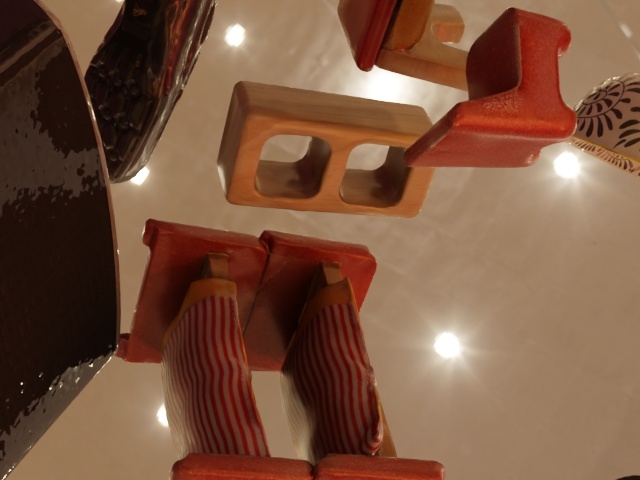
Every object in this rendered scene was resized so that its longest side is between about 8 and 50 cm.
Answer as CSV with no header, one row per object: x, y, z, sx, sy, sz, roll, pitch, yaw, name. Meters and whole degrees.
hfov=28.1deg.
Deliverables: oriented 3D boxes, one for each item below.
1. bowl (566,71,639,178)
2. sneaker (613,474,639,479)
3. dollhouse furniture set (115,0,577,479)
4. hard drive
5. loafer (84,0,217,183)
0.263,-0.082,0.948,0.170,0.170,0.080,30,-82,44,bowl
0.195,0.330,1.005,0.124,0.178,0.295,35,-97,33,sneaker
0.000,0.000,0.684,0.201,0.152,0.374,-107,-152,-49,dollhouse furniture set
-0.173,0.011,0.675,0.054,0.255,0.172,18,-136,21,hard drive
-0.115,-0.145,0.932,0.076,0.078,0.223,30,-69,28,loafer
